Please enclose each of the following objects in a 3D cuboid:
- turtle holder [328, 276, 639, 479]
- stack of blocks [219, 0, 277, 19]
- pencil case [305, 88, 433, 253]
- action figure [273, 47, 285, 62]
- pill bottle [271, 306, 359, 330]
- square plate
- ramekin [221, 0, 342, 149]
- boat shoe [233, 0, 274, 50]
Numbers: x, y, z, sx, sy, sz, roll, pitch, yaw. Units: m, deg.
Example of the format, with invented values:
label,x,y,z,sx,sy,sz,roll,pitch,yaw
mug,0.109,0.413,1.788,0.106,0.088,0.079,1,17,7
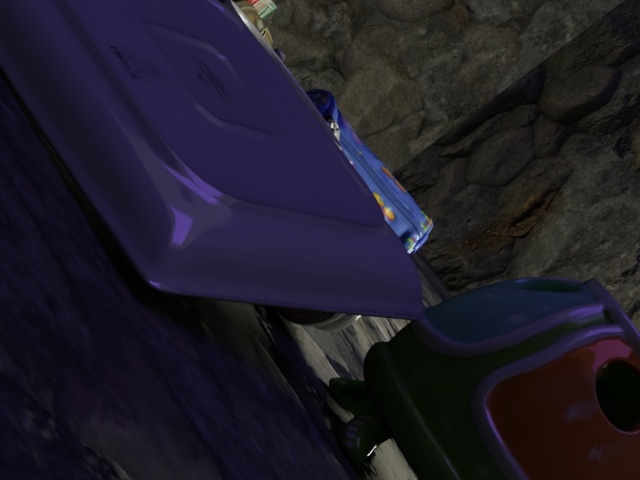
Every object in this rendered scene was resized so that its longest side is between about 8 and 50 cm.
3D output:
label,x,y,z,sx,sy,sz,roll,pitch,yaw
turtle holder,0.166,0.148,1.211,0.243,0.227,0.320,54,6,19
stack of blocks,-0.148,-0.373,2.155,0.087,0.171,0.297,54,5,10
pencil case,0.048,-0.092,2.284,0.306,0.119,0.133,51,-23,-23
action figure,-0.044,-0.127,1.888,0.185,0.099,0.285,56,6,-33
pill bottle,-0.017,0.019,1.227,0.086,0.086,0.152,57,6,33
square plate,-0.088,-0.094,1.054,0.347,0.049,0.344,54,21,24
ramekin,-0.080,-0.151,1.648,0.207,0.109,0.207,53,5,-7
boat shoe,-0.108,-0.275,2.213,0.089,0.104,0.285,52,4,10
